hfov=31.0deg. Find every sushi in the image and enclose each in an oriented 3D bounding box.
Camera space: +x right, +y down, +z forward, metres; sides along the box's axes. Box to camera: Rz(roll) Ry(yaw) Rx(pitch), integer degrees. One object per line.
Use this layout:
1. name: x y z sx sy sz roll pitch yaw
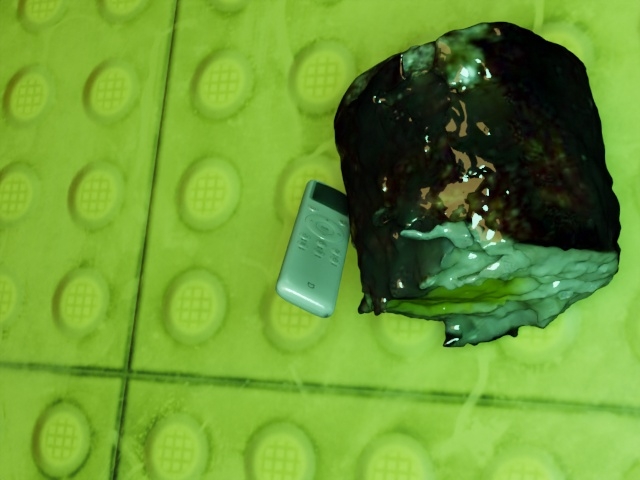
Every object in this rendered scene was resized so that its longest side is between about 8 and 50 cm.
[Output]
1. sushi: 0.169 -0.062 1.263 0.299 0.281 0.294 131 139 -60

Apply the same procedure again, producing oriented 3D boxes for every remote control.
1. remote control: 0.000 0.000 1.288 0.067 0.261 0.029 27 118 -7
